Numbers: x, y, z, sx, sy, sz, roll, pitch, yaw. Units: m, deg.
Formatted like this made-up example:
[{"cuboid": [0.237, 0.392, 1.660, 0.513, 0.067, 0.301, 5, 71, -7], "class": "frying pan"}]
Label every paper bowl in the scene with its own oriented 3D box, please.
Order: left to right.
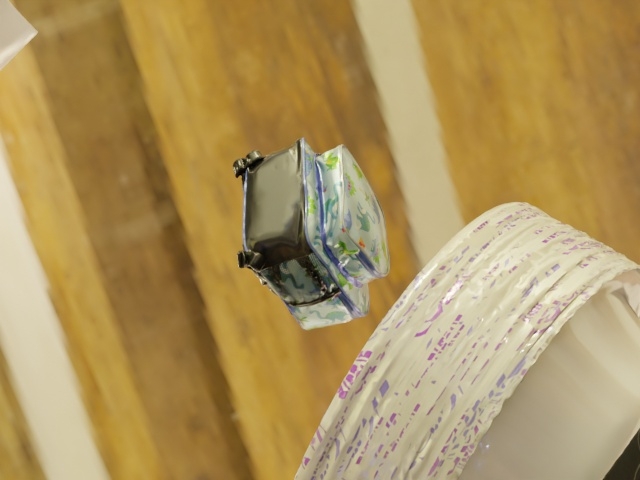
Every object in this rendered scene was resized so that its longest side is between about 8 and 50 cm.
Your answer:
[{"cuboid": [0.109, 0.131, 1.144, 0.148, 0.284, 0.284, 31, -38, 22], "class": "paper bowl"}]

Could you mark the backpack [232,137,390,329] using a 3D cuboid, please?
[{"cuboid": [0.000, 0.000, 1.283, 0.114, 0.084, 0.105, 60, 20, -49], "class": "backpack"}]

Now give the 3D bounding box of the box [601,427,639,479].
[{"cuboid": [0.250, 0.125, 0.911, 0.165, 0.143, 0.270, 62, -18, 22], "class": "box"}]

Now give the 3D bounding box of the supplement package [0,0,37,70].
[{"cuboid": [-0.367, -0.189, 1.312, 0.293, 0.177, 0.175, 40, -6, 38], "class": "supplement package"}]
